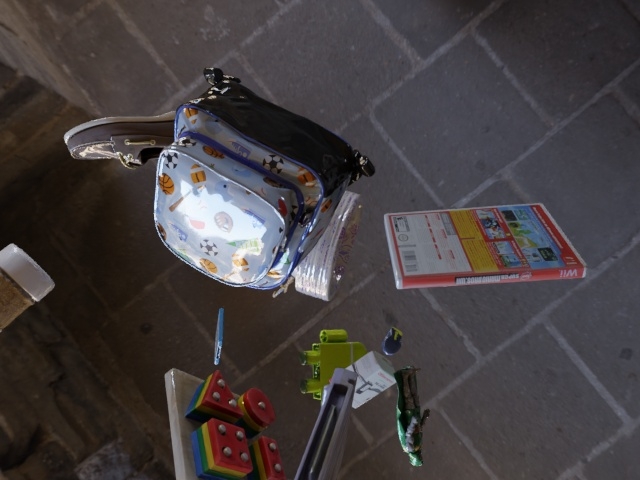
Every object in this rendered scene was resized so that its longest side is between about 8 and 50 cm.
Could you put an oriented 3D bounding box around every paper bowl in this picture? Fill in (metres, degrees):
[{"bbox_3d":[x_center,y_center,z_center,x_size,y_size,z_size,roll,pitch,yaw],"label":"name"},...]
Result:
[{"bbox_3d":[0.000,0.000,1.426,0.147,0.284,0.285,18,90,9],"label":"paper bowl"}]

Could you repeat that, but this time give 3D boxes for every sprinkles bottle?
[{"bbox_3d":[-0.688,0.166,1.063,0.121,0.121,0.355,41,67,5],"label":"sprinkles bottle"}]

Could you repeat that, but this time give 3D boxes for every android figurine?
[{"bbox_3d":[0.056,0.404,1.749,0.272,0.056,0.249,3,80,-35],"label":"android figurine"}]

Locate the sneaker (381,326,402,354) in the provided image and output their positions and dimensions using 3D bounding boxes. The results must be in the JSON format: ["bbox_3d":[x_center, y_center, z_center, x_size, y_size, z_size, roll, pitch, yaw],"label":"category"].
[{"bbox_3d":[0.223,0.331,1.772,0.053,0.144,0.059,35,113,7],"label":"sneaker"}]

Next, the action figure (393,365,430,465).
[{"bbox_3d":[0.228,0.435,1.379,0.063,0.137,0.233,-8,84,33],"label":"action figure"}]

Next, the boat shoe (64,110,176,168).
[{"bbox_3d":[-0.404,-0.217,1.256,0.323,0.116,0.097,-9,80,-10],"label":"boat shoe"}]

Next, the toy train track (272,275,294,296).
[{"bbox_3d":[-0.085,0.102,1.244,0.014,0.048,0.083,34,133,-15],"label":"toy train track"}]

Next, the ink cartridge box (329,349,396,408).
[{"bbox_3d":[0.118,0.372,1.494,0.150,0.109,0.063,-36,46,13],"label":"ink cartridge box"}]

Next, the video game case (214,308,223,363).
[{"bbox_3d":[-0.335,0.318,1.844,0.015,0.166,0.119,5,51,-12],"label":"video game case"}]

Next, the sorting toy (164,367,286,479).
[{"bbox_3d":[-0.178,0.388,1.137,0.089,0.257,0.256,-39,43,14],"label":"sorting toy"}]

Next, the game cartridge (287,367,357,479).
[{"bbox_3d":[-0.009,0.415,0.963,0.068,0.355,0.230,16,116,9],"label":"game cartridge"}]

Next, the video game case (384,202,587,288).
[{"bbox_3d":[0.256,0.004,0.924,0.284,0.204,0.025,-4,121,3],"label":"video game case"}]

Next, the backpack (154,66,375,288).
[{"bbox_3d":[-0.103,-0.054,0.792,0.276,0.264,0.213,33,50,12],"label":"backpack"}]
